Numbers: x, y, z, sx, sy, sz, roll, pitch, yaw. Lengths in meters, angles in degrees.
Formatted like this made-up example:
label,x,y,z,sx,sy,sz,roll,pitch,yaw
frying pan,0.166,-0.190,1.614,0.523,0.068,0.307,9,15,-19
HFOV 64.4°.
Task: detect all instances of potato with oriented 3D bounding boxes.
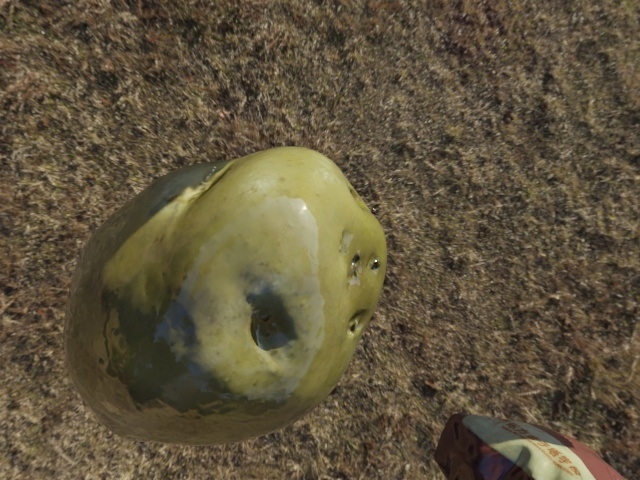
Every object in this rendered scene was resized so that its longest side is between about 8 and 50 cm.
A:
label,x,y,z,sx,sy,sz,roll,pitch,yaw
potato,-0.094,0.055,0.452,0.326,0.243,0.221,-26,139,27

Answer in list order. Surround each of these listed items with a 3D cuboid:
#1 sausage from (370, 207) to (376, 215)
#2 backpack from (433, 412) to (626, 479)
label,x,y,z,sx,sy,sz,roll,pitch,yaw
sausage,0.000,0.000,0.692,0.198,0.028,0.025,-27,68,37
backpack,0.386,0.428,0.872,0.317,0.283,0.197,21,96,-28
